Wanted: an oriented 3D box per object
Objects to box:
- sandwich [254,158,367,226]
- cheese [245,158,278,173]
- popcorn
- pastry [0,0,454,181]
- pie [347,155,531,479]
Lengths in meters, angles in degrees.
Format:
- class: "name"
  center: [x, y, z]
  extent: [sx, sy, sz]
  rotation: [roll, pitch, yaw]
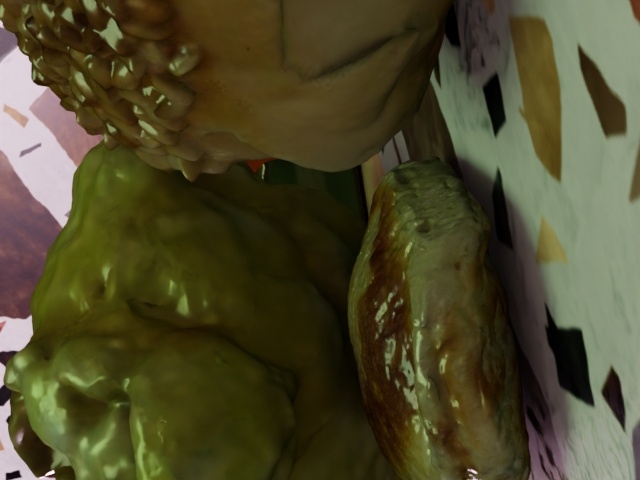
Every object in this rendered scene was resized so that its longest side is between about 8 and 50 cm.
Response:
- class: "sandwich"
  center: [0.000, 0.000, 1.306]
  extent: [0.074, 0.074, 0.116]
  rotation: [124, 131, -77]
- class: "cheese"
  center: [-0.105, -0.062, 1.626]
  extent: [0.217, 0.129, 0.329]
  rotation: [-121, 25, -67]
- class: "popcorn"
  center: [-0.049, 0.112, 1.168]
  extent: [0.292, 0.293, 0.334]
  rotation: [40, 176, 47]
- class: "pastry"
  center: [-0.075, -0.222, 0.942]
  extent: [0.409, 0.245, 0.409]
  rotation: [165, 90, -80]
- class: "pie"
  center: [0.061, 0.052, 1.007]
  extent: [0.205, 0.084, 0.179]
  rotation: [-118, 18, -66]
